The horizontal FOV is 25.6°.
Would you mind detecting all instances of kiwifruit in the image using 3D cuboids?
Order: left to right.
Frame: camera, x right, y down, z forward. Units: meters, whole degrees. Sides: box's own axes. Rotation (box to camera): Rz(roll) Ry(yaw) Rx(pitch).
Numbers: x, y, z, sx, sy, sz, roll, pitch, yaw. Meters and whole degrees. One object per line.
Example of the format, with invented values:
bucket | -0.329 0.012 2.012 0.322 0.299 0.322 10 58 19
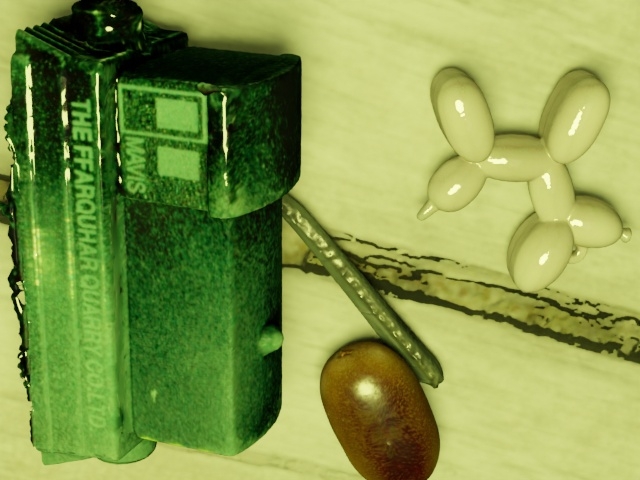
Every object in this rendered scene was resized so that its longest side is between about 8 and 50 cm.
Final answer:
kiwifruit | 0.044 0.130 1.049 0.075 0.075 0.124 -28 113 3

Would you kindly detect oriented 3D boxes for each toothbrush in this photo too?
toothbrush | 0.000 0.000 1.021 0.030 0.030 0.297 -40 108 -2

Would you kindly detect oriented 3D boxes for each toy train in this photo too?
toy train | -0.106 0.005 0.930 0.178 0.138 0.330 8 111 21

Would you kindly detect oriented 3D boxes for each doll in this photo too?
doll | 0.150 -0.042 1.008 0.161 0.059 0.160 1 109 -8
